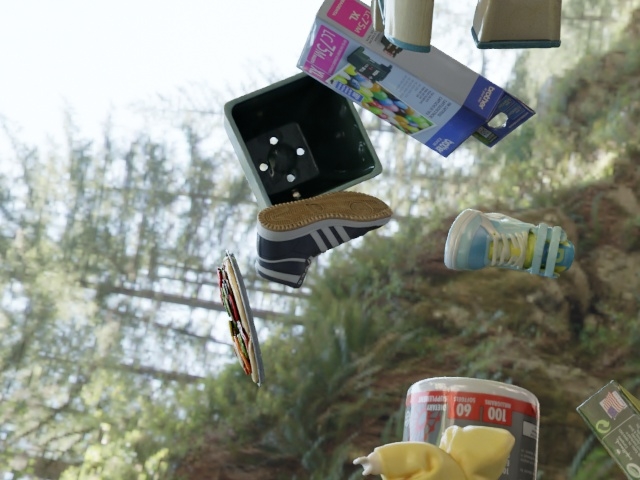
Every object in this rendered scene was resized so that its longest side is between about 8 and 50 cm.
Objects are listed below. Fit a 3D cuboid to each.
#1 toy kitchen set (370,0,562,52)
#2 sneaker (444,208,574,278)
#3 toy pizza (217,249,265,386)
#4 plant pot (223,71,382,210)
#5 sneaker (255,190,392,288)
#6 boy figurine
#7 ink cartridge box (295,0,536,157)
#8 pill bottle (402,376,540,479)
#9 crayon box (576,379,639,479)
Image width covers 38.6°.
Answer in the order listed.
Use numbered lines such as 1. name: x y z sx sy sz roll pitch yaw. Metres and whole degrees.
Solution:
1. toy kitchen set: 0.142 -0.248 0.945 0.207 0.166 0.122 -94 2 -50
2. sneaker: 0.396 0.014 1.862 0.319 0.208 0.127 -14 -64 -56
3. toy pizza: -0.118 0.113 1.304 0.201 0.032 0.201 166 90 -81
4. plant pot: -0.057 -0.189 1.894 0.247 0.247 0.252 66 167 -2
5. sneaker: 0.000 0.000 1.747 0.282 0.099 0.153 -9 -51 -27
6. boy figurine: 0.107 0.297 1.026 0.285 0.177 0.092 -41 7 -28
7. ink cartridge box: 0.121 -0.210 1.248 0.065 0.311 0.186 -62 4 -13
8. pill bottle: 0.220 0.405 1.386 0.210 0.210 0.363 57 -143 -65
9. crayon box: 0.545 0.358 1.448 0.081 0.202 0.318 -43 -42 13
